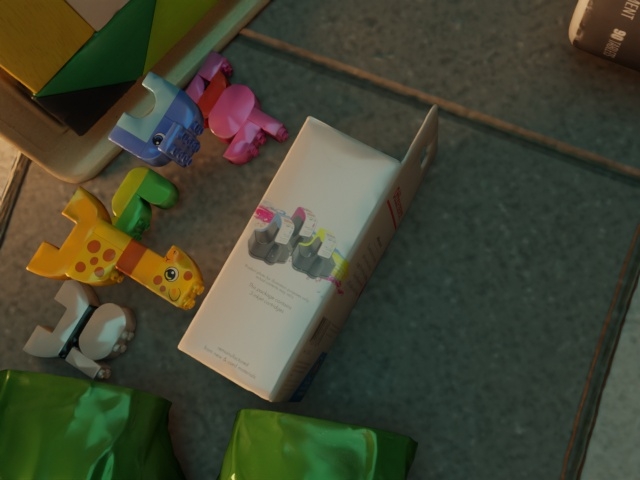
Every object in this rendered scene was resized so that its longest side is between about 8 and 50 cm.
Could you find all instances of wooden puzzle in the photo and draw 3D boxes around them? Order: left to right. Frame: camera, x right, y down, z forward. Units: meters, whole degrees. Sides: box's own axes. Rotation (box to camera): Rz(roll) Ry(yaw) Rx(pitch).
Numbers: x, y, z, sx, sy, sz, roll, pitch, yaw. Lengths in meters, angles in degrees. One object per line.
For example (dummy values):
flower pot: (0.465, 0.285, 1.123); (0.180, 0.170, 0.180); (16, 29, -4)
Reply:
wooden puzzle: (-0.132, -0.156, 0.508); (0.221, 0.239, 0.044); (-45, 57, -1)

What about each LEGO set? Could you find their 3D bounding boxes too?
LEGO set: (-0.095, -0.008, 0.550); (0.093, 0.087, 0.227); (31, 87, 12)

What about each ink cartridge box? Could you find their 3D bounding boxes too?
ink cartridge box: (0.000, 0.000, 0.525); (0.061, 0.104, 0.181); (29, 85, 11)

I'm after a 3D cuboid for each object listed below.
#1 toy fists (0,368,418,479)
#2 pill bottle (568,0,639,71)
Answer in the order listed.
toy fists: (-0.079, 0.166, 0.516); (0.279, 0.096, 0.142); (8, 72, 11)
pill bottle: (0.275, -0.126, 0.496); (0.245, 0.130, 0.131); (24, 84, 11)
